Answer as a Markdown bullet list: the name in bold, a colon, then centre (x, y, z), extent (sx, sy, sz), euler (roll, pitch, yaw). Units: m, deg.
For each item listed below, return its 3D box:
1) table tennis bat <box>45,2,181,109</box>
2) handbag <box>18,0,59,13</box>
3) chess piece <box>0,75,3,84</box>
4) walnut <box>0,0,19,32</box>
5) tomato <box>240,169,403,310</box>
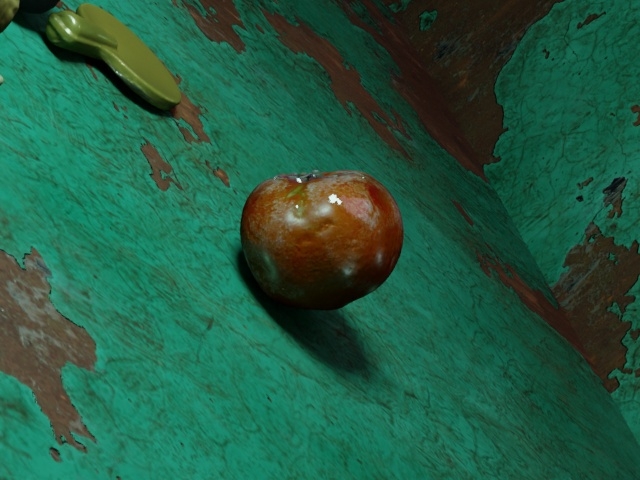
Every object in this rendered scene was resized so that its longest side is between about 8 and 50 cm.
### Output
- **table tennis bat**: centre (-0.298, -0.276, 2.115), extent (0.198, 0.050, 0.321), euler (53, 13, 14)
- **handbag**: centre (-0.363, -0.442, 1.949), extent (0.181, 0.254, 0.181), euler (33, 17, -49)
- **chess piece**: centre (-0.405, -0.220, 1.740), extent (0.092, 0.035, 0.035), euler (54, 17, 1)
- **walnut**: centre (-0.417, -0.279, 1.491), extent (0.257, 0.224, 0.257), euler (-11, 90, -79)
- **tomato**: centre (0.004, 0.000, 2.009), extent (0.232, 0.232, 0.189), euler (-40, 127, -74)
